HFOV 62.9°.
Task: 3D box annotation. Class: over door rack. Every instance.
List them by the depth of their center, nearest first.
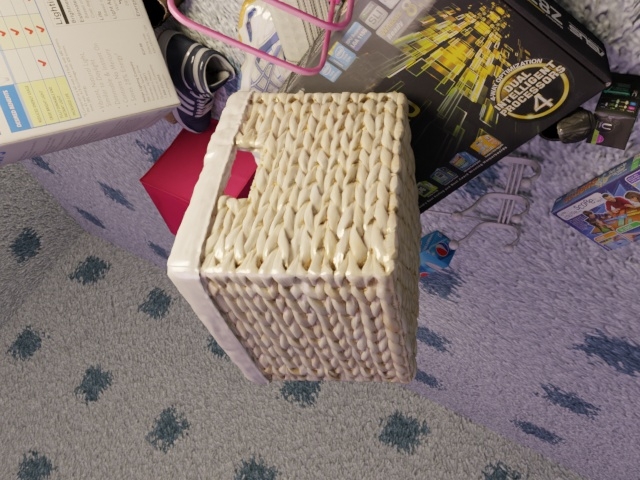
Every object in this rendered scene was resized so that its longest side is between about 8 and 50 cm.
[{"bbox_3d":[0.246,-0.096,1.044,0.324,0.108,0.239,22,154,22],"label":"over door rack"}]

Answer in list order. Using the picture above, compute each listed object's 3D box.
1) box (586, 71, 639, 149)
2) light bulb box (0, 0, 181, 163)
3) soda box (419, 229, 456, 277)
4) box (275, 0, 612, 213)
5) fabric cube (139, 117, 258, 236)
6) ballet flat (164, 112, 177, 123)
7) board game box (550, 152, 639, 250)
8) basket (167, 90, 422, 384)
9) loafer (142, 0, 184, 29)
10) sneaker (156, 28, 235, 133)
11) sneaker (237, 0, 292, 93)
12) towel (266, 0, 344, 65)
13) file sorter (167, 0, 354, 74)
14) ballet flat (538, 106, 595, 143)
[{"bbox_3d":[0.407,-0.178,0.718,0.052,0.083,0.062,18,154,26],"label":"box"},{"bbox_3d":[-0.517,-0.356,0.970,0.225,0.361,0.358,-8,104,55],"label":"light bulb box"},{"bbox_3d":[0.260,0.046,1.354,0.071,0.067,0.210,35,157,-7],"label":"soda box"},{"bbox_3d":[0.139,-0.214,0.758,0.318,0.097,0.395,30,143,-19],"label":"box"},{"bbox_3d":[-0.271,-0.130,1.400,0.254,0.259,0.258,25,155,16],"label":"fabric cube"},{"bbox_3d":[-0.385,-0.368,1.311,0.067,0.073,0.206,6,153,18],"label":"ballet flat"},{"bbox_3d":[0.515,-0.058,0.887,0.136,0.035,0.201,33,156,-4],"label":"board game box"},{"bbox_3d":[0.000,0.000,0.753,0.266,0.328,0.331,-1,143,15],"label":"basket"},{"bbox_3d":[-0.345,-0.467,1.048,0.080,0.078,0.220,44,153,-27],"label":"loafer"},{"bbox_3d":[-0.266,-0.333,1.196,0.153,0.099,0.282,25,153,18],"label":"sneaker"},{"bbox_3d":[-0.078,-0.318,0.986,0.131,0.112,0.296,27,157,8],"label":"sneaker"},{"bbox_3d":[0.067,-0.359,0.680,0.312,0.056,0.324,1,147,13],"label":"towel"},{"bbox_3d":[-0.017,-0.341,0.509,0.202,0.182,0.291,17,148,-17],"label":"file sorter"},{"bbox_3d":[0.344,-0.171,0.765,0.049,0.057,0.173,-8,-169,7],"label":"ballet flat"}]
